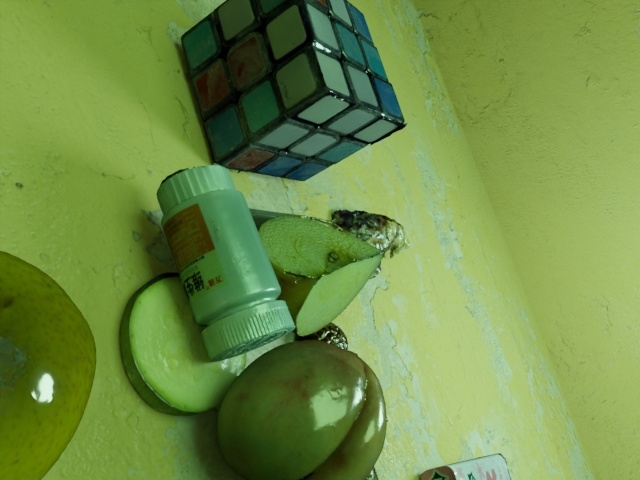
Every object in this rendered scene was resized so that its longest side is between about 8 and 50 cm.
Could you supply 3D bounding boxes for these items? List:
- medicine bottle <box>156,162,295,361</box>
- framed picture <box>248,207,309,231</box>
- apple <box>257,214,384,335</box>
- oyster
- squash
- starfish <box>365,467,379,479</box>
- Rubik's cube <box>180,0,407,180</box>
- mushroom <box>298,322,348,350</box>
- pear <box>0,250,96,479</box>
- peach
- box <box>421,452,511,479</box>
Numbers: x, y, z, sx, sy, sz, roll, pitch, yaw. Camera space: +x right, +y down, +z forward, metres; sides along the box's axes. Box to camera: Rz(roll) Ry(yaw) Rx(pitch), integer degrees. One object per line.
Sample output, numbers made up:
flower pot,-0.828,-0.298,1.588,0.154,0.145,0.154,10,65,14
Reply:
medicine bottle,-0.173,0.036,1.022,0.158,0.158,0.318,-2,66,-57
framed picture,-0.104,0.026,1.286,0.252,0.014,0.197,5,67,-44
apple,-0.012,0.061,1.221,0.346,0.179,0.254,-20,98,-56
oyster,0.150,-0.004,1.674,0.275,0.100,0.271,54,47,-25
squash,-0.238,0.177,1.013,0.252,0.048,0.252,33,43,-37
starfish,0.052,0.451,1.200,0.327,0.094,0.375,-17,78,-57
Rubik's cube,-0.063,-0.375,1.376,0.362,0.363,0.359,-1,71,-55
mushroom,0.008,0.235,1.295,0.109,0.085,0.126,41,39,-32
pear,-0.411,0.144,0.632,0.341,0.191,0.386,61,31,-4
peach,-0.027,0.312,0.997,0.292,0.247,0.293,4,83,-32
box,0.412,0.687,1.559,0.369,0.112,0.190,21,51,-51
